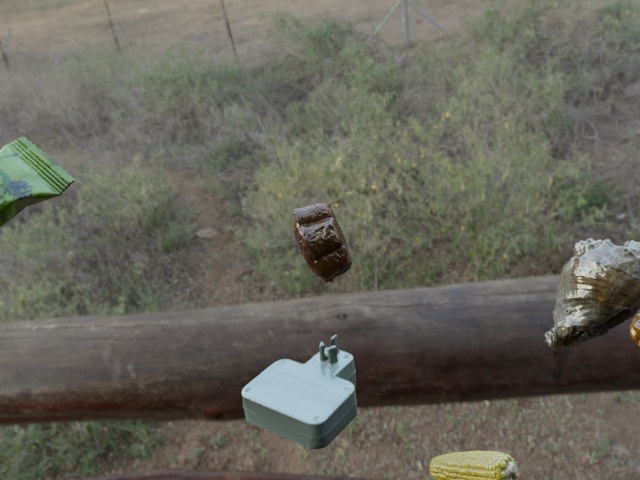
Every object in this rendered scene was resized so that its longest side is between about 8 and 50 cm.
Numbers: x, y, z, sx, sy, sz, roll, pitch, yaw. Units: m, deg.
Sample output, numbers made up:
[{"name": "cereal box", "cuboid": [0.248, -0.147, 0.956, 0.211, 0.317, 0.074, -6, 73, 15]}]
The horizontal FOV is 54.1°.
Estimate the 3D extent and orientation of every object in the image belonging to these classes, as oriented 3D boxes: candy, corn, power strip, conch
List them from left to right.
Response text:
[{"name": "candy", "cuboid": [-0.555, -0.071, 1.046, 0.149, 0.069, 0.246, 44, 67, 8]}, {"name": "power strip", "cuboid": [-0.021, 0.330, 1.443, 0.229, 0.141, 0.261, 12, 28, 34]}, {"name": "corn", "cuboid": [0.294, 0.442, 1.215, 0.067, 0.067, 0.206, -46, 12, -37]}, {"name": "conch", "cuboid": [0.701, 0.125, 1.587, 0.352, 0.297, 0.210, -33, 50, 20]}]

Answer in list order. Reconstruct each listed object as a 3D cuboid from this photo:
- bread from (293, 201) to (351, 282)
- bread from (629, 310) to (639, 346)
[{"name": "bread", "cuboid": [0.001, 0.007, 1.845, 0.135, 0.246, 0.232, -21, 2, 6]}, {"name": "bread", "cuboid": [0.472, 0.106, 0.872, 0.052, 0.044, 0.157, 19, 30, 34]}]
